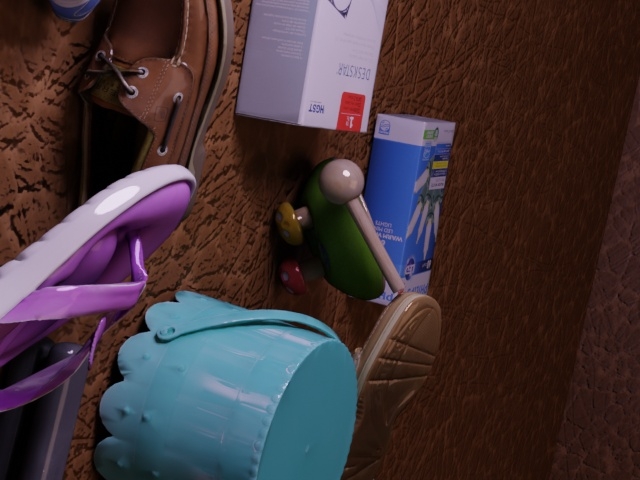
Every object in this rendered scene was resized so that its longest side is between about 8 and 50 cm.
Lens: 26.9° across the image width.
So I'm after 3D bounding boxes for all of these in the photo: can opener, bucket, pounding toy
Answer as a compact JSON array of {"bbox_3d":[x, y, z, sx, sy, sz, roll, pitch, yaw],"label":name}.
[{"bbox_3d":[-0.279,0.223,1.178,0.095,0.076,0.283,22,81,-66],"label":"can opener"},{"bbox_3d":[-0.090,0.199,1.440,0.281,0.183,0.281,-43,140,-52],"label":"bucket"},{"bbox_3d":[0.000,0.000,1.615,0.237,0.110,0.183,166,-96,-79],"label":"pounding toy"}]

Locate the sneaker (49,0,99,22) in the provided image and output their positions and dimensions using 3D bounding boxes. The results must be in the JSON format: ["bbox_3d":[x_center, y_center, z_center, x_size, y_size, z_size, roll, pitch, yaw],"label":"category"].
[{"bbox_3d":[-0.193,-0.283,1.149,0.081,0.080,0.211,115,-5,-67],"label":"sneaker"}]

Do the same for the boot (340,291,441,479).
[{"bbox_3d":[0.025,0.148,1.609,0.095,0.203,0.262,11,107,-39],"label":"boot"}]

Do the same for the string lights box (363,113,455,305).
[{"bbox_3d":[0.115,-0.045,1.892,0.133,0.077,0.259,-11,112,-65],"label":"string lights box"}]

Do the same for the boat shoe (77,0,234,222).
[{"bbox_3d":[-0.157,-0.138,1.211,0.104,0.111,0.307,-23,127,-47],"label":"boat shoe"}]

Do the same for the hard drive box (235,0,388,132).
[{"bbox_3d":[-0.002,-0.247,1.535,0.181,0.089,0.232,-6,107,-64],"label":"hard drive box"}]

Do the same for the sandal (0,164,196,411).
[{"bbox_3d":[-0.234,0.083,1.096,0.416,0.102,0.169,-40,171,-37],"label":"sandal"}]
